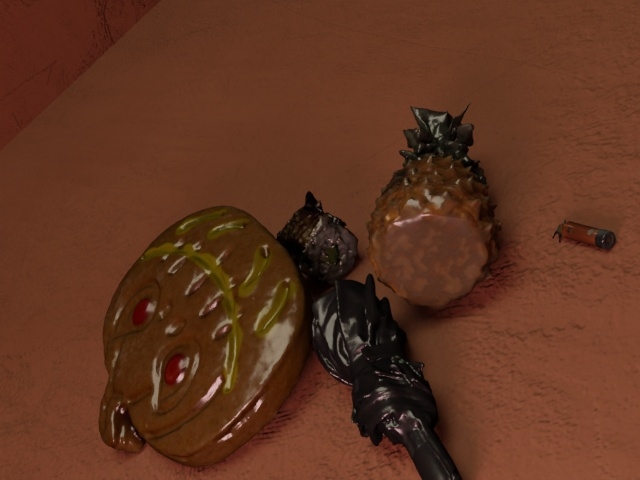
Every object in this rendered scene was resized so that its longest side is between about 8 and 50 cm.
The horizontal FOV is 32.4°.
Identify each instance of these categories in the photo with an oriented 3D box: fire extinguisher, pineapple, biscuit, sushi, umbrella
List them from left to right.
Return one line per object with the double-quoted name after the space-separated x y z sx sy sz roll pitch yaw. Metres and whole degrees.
-0.173 0.124 1.433 0.350 0.070 0.394 -51 39 -3 "biscuit"
-0.001 0.002 1.481 0.098 0.094 0.084 -56 32 -2 "sushi"
0.077 0.160 1.201 0.118 0.118 0.340 -35 37 1 "umbrella"
0.147 -0.063 1.396 0.169 0.169 0.340 -23 25 20 "pineapple"
0.301 -0.006 1.273 0.083 0.022 0.028 19 90 54 "fire extinguisher"
